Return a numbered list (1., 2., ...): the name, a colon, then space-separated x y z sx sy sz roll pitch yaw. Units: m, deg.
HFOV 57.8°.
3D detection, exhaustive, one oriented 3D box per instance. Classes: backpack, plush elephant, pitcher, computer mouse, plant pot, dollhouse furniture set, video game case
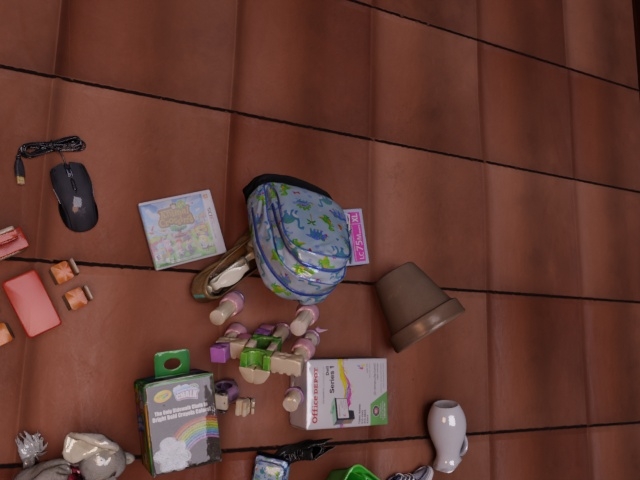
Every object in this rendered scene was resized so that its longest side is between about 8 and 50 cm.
1. backpack: -0.054 -0.001 1.572 0.290 0.273 0.356 20 56 -28
2. backpack: -0.144 0.665 1.627 0.104 0.084 0.115 10 86 8
3. plush elephant: -0.554 0.570 1.342 0.255 0.272 0.330 -19 65 -3
4. pitcher: 0.434 0.636 1.927 0.177 0.125 0.207 -8 96 -48
5. computer mouse: -0.685 -0.147 1.507 0.183 0.060 0.262 -10 86 -29
6. plant pot: 0.295 0.199 1.866 0.263 0.263 0.229 -23 74 -28
7. dollhouse furniture set: -0.722 0.105 1.405 0.262 0.135 0.259 -28 95 -28
8. video game case: -0.393 -0.033 1.658 0.212 0.023 0.194 -15 89 -28

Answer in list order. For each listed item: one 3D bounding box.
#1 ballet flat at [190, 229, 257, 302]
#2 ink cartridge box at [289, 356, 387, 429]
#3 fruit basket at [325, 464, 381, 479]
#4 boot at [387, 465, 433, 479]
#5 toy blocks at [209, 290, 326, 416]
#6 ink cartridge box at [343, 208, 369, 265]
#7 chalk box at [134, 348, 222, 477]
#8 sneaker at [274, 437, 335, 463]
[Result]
1. ballet flat: -0.221 0.059 1.662 0.342 0.124 0.116 -38 110 -24
2. ink cartridge box: 0.056 0.457 1.753 0.278 0.117 0.202 5 80 -26
3. fruit basket: 0.112 0.843 1.583 0.283 0.392 0.392 42 66 -15
4. boot: 0.275 0.767 1.841 0.190 0.069 0.086 -39 103 -25
5. toy blocks: -0.146 0.298 1.631 0.288 0.260 0.309 6 104 11
6. ink cartridge box: 0.000 0.000 1.833 0.310 0.065 0.186 -5 83 -26
7. chalk box: -0.376 0.431 1.507 0.180 0.179 0.289 -4 83 -26
8. sneaker: -0.048 0.616 1.691 0.170 0.089 0.051 -13 88 -28
